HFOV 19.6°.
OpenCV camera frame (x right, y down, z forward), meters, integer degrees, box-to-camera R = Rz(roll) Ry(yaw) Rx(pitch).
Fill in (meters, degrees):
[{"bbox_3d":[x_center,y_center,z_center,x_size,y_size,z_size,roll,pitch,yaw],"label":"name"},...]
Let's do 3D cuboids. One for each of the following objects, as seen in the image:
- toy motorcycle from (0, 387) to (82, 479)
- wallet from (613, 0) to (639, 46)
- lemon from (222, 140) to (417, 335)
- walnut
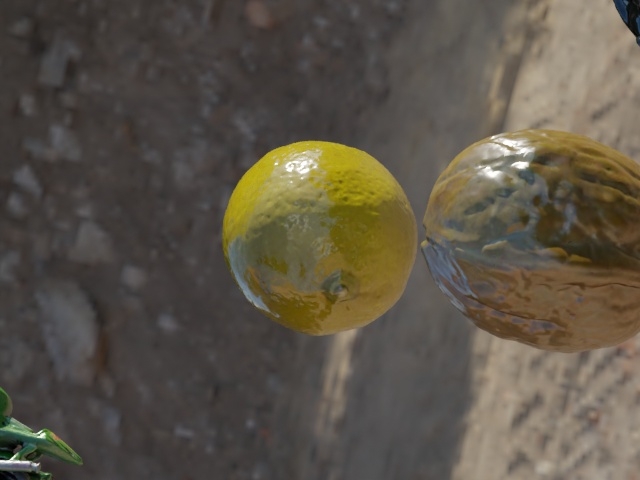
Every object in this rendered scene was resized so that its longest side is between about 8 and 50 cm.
[{"bbox_3d":[-0.283,0.142,1.463,0.106,0.190,0.074,-45,-14,-11],"label":"toy motorcycle"},{"bbox_3d":[0.293,-0.076,0.593,0.051,0.378,0.197,87,159,-57],"label":"wallet"},{"bbox_3d":[0.000,0.000,1.687,0.203,0.178,0.178,-109,34,-61],"label":"lemon"},{"bbox_3d":[0.108,0.001,0.851,0.105,0.124,0.105,11,-90,-74],"label":"walnut"}]
